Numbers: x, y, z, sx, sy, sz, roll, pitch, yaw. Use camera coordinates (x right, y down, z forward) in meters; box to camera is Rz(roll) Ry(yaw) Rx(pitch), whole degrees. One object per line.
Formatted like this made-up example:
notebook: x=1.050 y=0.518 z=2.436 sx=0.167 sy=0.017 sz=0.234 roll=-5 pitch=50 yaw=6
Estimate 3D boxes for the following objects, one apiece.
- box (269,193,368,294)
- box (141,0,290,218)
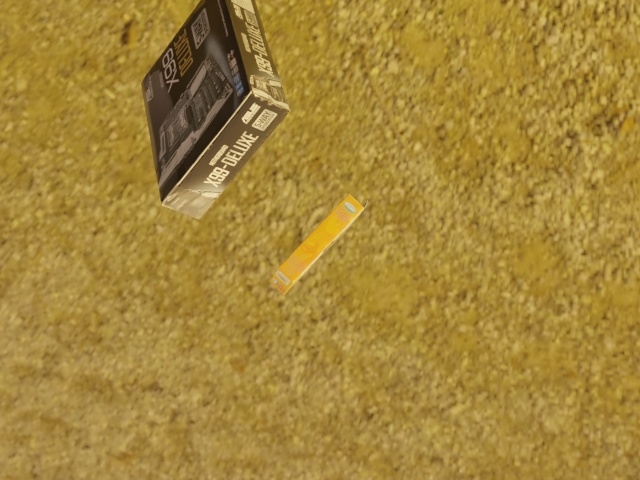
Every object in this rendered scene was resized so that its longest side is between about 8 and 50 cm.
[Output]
box: x=0.000 y=0.000 z=1.189 sx=0.028 sy=0.136 sz=0.081 roll=41 pitch=164 yaw=1
box: x=-0.172 y=-0.225 z=1.615 sx=0.076 sy=0.307 sz=0.242 roll=22 pitch=126 yaw=-34
